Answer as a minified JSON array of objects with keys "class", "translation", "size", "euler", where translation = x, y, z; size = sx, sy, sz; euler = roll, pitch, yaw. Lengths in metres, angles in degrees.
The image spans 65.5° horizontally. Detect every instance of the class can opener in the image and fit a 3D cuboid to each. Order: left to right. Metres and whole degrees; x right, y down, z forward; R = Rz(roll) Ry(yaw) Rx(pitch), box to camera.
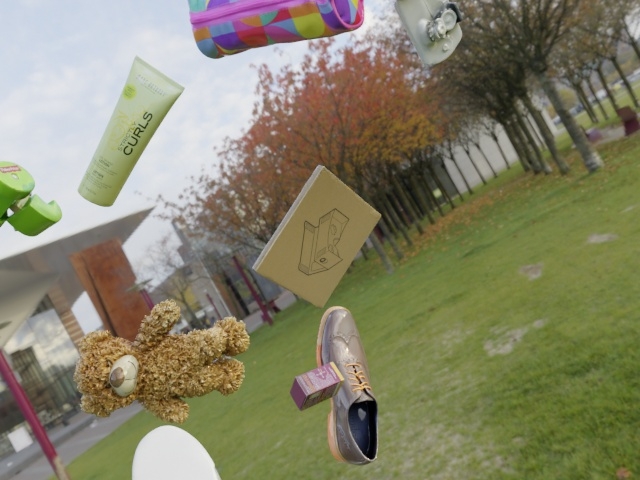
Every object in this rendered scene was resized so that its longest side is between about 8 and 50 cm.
[{"class":"can opener","translation":[0.103,-0.355,0.650],"size":[0.074,0.280,0.093],"euler":[-41,34,-4]}]

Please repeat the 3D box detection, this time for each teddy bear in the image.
[{"class":"teddy bear","translation":[-0.287,0.245,0.968],"size":[0.113,0.337,0.245],"euler":[30,96,51]}]

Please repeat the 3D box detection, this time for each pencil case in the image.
[{"class":"pencil case","translation":[-0.060,-0.292,0.622],"size":[0.236,0.105,0.104],"euler":[1,16,32]}]

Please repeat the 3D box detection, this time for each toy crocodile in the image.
[{"class":"toy crocodile","translation":[-0.588,-0.119,0.810],"size":[0.115,0.340,0.105],"euler":[-41,33,19]}]

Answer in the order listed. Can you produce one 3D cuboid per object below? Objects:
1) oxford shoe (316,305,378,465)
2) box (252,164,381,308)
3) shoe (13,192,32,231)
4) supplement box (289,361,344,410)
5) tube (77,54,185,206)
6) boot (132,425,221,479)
[{"class":"oxford shoe","translation":[0.080,0.328,1.161],"size":[0.129,0.364,0.132],"euler":[-2,-16,-26]},{"class":"box","translation":[0.000,0.000,0.843],"size":[0.201,0.164,0.021],"euler":[-57,37,-3]},{"class":"shoe","translation":[-0.775,-0.082,1.292],"size":[0.058,0.077,0.219],"euler":[-10,-24,-29]},{"class":"supplement box","translation":[-0.007,0.264,0.901],"size":[0.083,0.043,0.055],"euler":[-13,-40,-33]},{"class":"tube","translation":[-0.315,-0.168,0.803],"size":[0.070,0.062,0.240],"euler":[23,-72,-40]},{"class":"boot","translation":[-0.098,0.253,0.421],"size":[0.069,0.190,0.086],"euler":[-26,-31,-26]}]
